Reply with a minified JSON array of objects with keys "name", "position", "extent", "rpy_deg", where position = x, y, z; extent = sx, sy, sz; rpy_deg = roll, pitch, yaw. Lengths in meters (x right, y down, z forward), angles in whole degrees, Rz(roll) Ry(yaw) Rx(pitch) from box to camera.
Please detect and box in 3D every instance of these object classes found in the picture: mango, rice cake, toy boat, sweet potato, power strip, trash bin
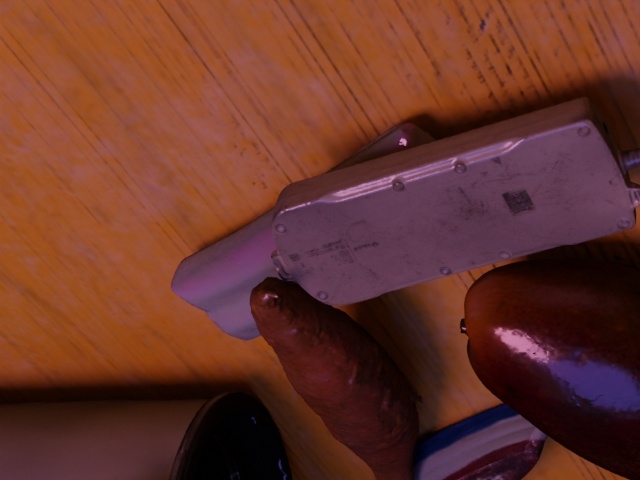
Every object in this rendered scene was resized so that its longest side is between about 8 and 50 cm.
[{"name":"mango","position":[0.207,0.087,0.840],"extent":[0.267,0.111,0.133],"rpy_deg":[24,128,-19]},{"name":"rice cake","position":[0.000,0.001,0.851],"extent":[0.080,0.042,0.222],"rpy_deg":[34,137,-30]},{"name":"toy boat","position":[0.104,0.175,1.027],"extent":[0.080,0.046,0.229],"rpy_deg":[30,140,-14]},{"name":"sweet potato","position":[0.023,0.092,0.908],"extent":[0.072,0.066,0.314],"rpy_deg":[-15,149,9]},{"name":"power strip","position":[0.077,-0.020,0.759],"extent":[0.227,0.029,0.080],"rpy_deg":[-15,128,22]},{"name":"trash bin","position":[-0.174,0.224,1.030],"extent":[0.262,0.217,0.277],"rpy_deg":[-4,164,20]}]
